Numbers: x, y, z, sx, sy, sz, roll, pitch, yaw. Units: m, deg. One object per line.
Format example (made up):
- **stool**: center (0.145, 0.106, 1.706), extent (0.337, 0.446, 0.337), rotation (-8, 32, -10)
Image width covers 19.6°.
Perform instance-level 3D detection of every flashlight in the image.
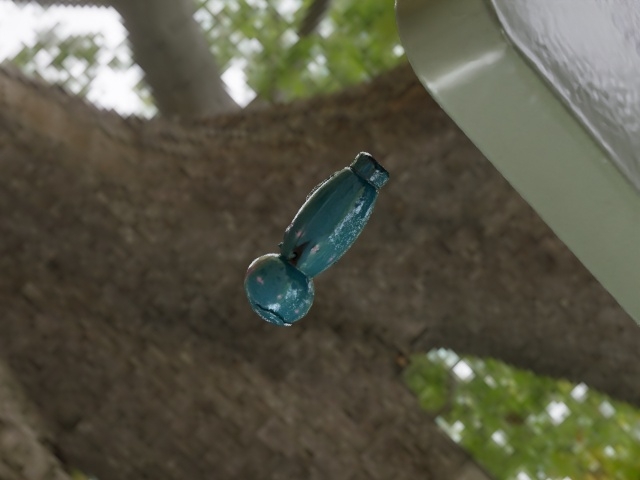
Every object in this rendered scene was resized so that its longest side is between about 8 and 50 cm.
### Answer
- **flashlight**: center (0.000, 0.000, 1.229), extent (0.129, 0.051, 0.051), rotation (-50, -155, 1)

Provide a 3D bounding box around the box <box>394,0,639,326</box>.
- **box**: center (0.186, -0.141, 1.323), extent (0.090, 0.373, 0.367), rotation (-28, -145, 28)
